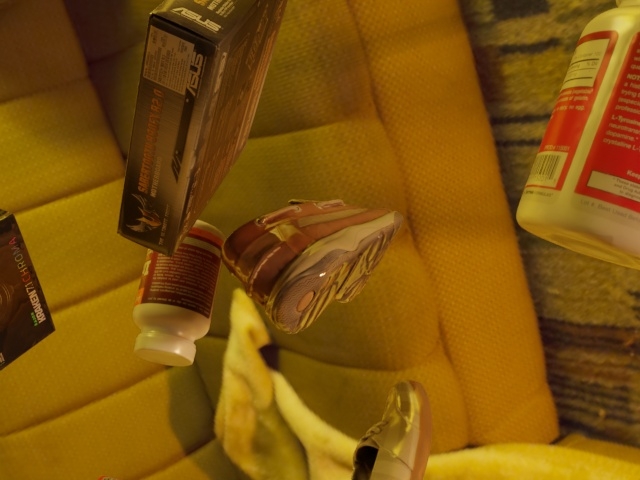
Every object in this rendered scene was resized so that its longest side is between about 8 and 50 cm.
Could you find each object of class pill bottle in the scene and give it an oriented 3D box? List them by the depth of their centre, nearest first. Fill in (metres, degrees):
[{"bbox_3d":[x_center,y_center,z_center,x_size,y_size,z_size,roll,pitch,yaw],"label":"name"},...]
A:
[{"bbox_3d":[-0.159,0.058,0.881,0.086,0.086,0.152,-33,43,57],"label":"pill bottle"},{"bbox_3d":[0.449,-0.177,1.116,0.229,0.229,0.407,21,91,46],"label":"pill bottle"}]

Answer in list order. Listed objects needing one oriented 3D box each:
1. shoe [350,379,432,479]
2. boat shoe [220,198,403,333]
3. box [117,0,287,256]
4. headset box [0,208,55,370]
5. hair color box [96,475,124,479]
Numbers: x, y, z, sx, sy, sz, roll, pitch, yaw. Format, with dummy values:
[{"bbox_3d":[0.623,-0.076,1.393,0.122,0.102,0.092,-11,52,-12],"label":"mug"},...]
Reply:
[{"bbox_3d":[0.056,0.205,0.699,0.058,0.219,0.076,21,130,-4],"label":"shoe"},{"bbox_3d":[0.000,0.000,0.858,0.116,0.324,0.123,35,106,13],"label":"boat shoe"},{"bbox_3d":[-0.096,-0.126,0.677,0.056,0.183,0.231,24,135,1],"label":"box"},{"bbox_3d":[-0.606,0.112,1.269,0.131,0.283,0.246,15,127,31],"label":"headset box"},{"bbox_3d":[-0.250,0.326,0.880,0.167,0.053,0.093,108,176,-83],"label":"hair color box"}]
